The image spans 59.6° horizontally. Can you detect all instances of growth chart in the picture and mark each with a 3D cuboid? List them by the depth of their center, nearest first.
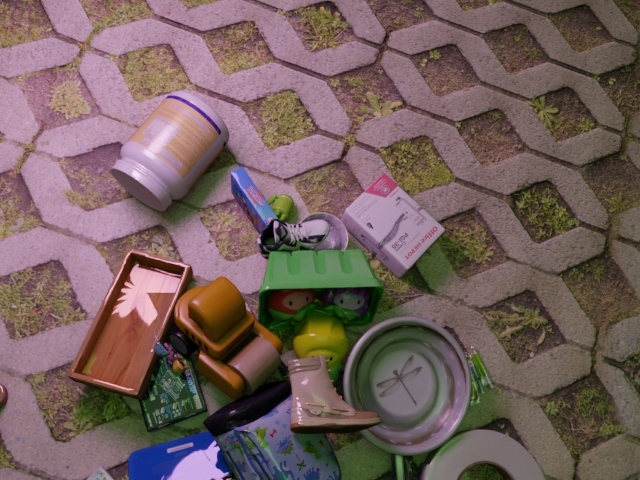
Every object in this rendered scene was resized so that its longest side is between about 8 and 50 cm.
[{"bbox_3d":[0.432,0.461,1.766,0.238,0.021,0.171,-26,76,-13],"label":"growth chart"}]

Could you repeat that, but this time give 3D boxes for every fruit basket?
[{"bbox_3d":[-0.004,0.231,1.672,0.393,0.282,0.391,4,53,-5],"label":"fruit basket"}]

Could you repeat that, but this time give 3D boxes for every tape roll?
[{"bbox_3d":[0.478,0.757,1.646,0.393,0.072,0.391,2,72,-7],"label":"tape roll"}]

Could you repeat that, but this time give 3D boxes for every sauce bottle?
[{"bbox_3d":[-0.093,0.415,1.699,0.042,0.042,0.128,-39,78,-18],"label":"sauce bottle"}]

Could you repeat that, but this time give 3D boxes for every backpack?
[{"bbox_3d":[-0.106,0.590,1.532,0.290,0.274,0.355,-15,86,-49],"label":"backpack"}]

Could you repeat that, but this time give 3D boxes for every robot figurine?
[{"bbox_3d":[-0.127,-0.107,1.847,0.101,0.067,0.115,41,44,-21],"label":"robot figurine"}]

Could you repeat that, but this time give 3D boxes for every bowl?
[{"bbox_3d":[0.000,0.000,1.830,0.170,0.080,0.169,3,71,-8],"label":"bowl"}]

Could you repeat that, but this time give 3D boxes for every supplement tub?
[{"bbox_3d":[-0.475,-0.282,1.776,0.241,0.241,0.331,33,70,4],"label":"supplement tub"}]

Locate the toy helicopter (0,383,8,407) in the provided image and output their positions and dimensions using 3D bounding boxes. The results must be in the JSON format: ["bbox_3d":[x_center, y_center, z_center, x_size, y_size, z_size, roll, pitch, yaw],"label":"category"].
[{"bbox_3d":[-1.036,0.501,1.514,0.235,0.140,0.355,43,60,17],"label":"toy helicopter"}]

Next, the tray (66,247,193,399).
[{"bbox_3d":[-0.546,0.237,1.644,0.203,0.076,0.410,15,61,4],"label":"tray"}]

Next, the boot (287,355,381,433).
[{"bbox_3d":[0.035,0.421,1.537,0.262,0.095,0.203,6,55,-20],"label":"boot"}]

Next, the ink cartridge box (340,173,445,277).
[{"bbox_3d":[0.239,-0.049,1.860,0.283,0.117,0.207,43,71,8],"label":"ink cartridge box"}]

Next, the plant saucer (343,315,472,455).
[{"bbox_3d":[0.252,0.429,1.677,0.401,0.100,0.399,2,81,-12],"label":"plant saucer"}]

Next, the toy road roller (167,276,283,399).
[{"bbox_3d":[-0.266,0.256,1.578,0.330,0.240,0.202,36,50,16],"label":"toy road roller"}]

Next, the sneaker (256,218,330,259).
[{"bbox_3d":[-0.090,-0.018,1.705,0.235,0.153,0.093,-13,74,4],"label":"sneaker"}]

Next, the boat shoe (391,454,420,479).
[{"bbox_3d":[0.253,0.697,1.636,0.076,0.080,0.228,1,64,-6],"label":"boat shoe"}]

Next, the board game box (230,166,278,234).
[{"bbox_3d":[-0.215,-0.114,1.798,0.047,0.160,0.210,-31,79,-17],"label":"board game box"}]

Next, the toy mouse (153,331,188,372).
[{"bbox_3d":[-0.426,0.316,1.554,0.143,0.161,0.031,43,80,7],"label":"toy mouse"}]

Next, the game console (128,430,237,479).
[{"bbox_3d":[-0.369,0.706,1.569,0.294,0.173,0.250,-11,42,-12],"label":"game console"}]

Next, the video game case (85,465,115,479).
[{"bbox_3d":[-0.616,0.730,1.530,0.143,0.019,0.157,43,71,7],"label":"video game case"}]

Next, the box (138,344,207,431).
[{"bbox_3d":[-0.448,0.425,1.640,0.175,0.051,0.220,-18,75,-13],"label":"box"}]
